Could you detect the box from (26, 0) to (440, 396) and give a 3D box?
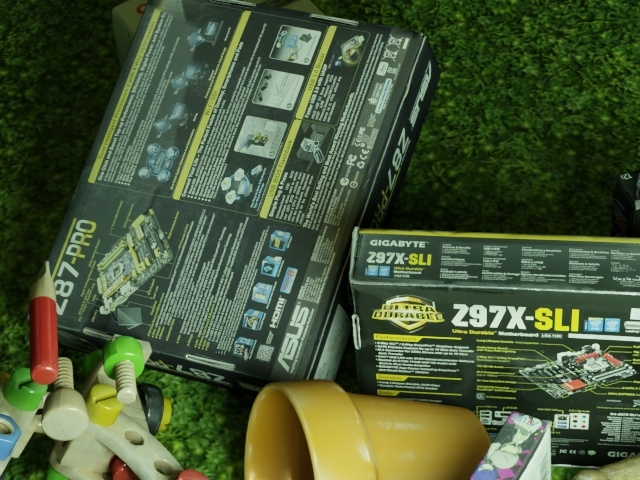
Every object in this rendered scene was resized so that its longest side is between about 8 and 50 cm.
[{"bbox_3d":[-0.086,-0.050,1.924,0.318,0.097,0.395,12,72,19],"label":"box"}]

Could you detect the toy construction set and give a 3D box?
[{"bbox_3d":[-0.235,0.147,1.732,0.257,0.309,0.237,-2,40,-8],"label":"toy construction set"}]

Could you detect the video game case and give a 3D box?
[{"bbox_3d":[0.135,0.293,1.587,0.042,0.232,0.210,19,51,24],"label":"video game case"}]

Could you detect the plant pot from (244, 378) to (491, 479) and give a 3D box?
[{"bbox_3d":[0.051,0.223,1.703,0.188,0.205,0.205,-3,43,-20],"label":"plant pot"}]

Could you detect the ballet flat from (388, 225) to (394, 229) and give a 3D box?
[{"bbox_3d":[0.000,0.000,1.985,0.280,0.095,0.096,11,36,15],"label":"ballet flat"}]

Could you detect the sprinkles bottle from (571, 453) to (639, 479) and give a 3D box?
[{"bbox_3d":[0.410,0.213,1.717,0.355,0.121,0.121,-17,47,-11],"label":"sprinkles bottle"}]

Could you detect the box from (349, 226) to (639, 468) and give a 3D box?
[{"bbox_3d":[0.193,0.105,1.748,0.322,0.257,0.079,2,45,7],"label":"box"}]

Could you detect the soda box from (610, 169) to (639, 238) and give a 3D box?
[{"bbox_3d":[0.326,0.005,1.894,0.060,0.169,0.053,-14,46,-9],"label":"soda box"}]

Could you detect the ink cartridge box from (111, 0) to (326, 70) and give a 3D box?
[{"bbox_3d":[-0.086,-0.192,2.147,0.198,0.115,0.273,-29,54,-19],"label":"ink cartridge box"}]
